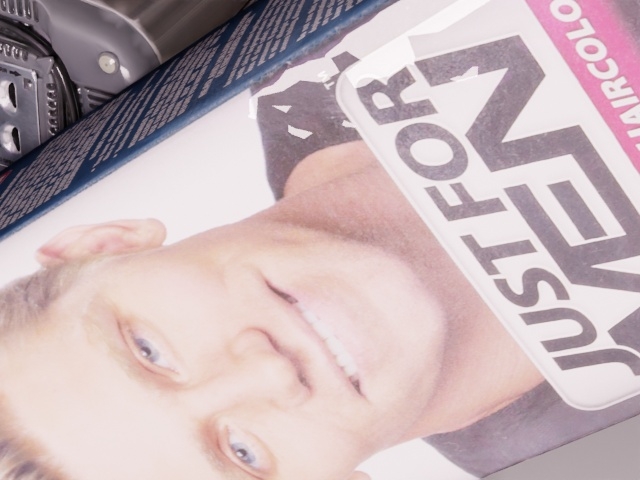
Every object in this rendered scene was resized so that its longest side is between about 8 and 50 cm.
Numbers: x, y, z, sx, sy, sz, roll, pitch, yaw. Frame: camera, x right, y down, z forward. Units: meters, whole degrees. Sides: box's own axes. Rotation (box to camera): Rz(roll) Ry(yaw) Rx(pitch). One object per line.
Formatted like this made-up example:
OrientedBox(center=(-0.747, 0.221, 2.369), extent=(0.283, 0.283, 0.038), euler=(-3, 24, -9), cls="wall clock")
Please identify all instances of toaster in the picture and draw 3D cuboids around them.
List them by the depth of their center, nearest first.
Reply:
OrientedBox(center=(-0.134, -0.091, 0.612), extent=(0.227, 0.146, 0.129), euler=(16, 125, 18), cls="toaster")

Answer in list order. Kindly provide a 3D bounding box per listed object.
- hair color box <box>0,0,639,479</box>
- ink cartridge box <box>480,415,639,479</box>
OrientedBox(center=(0.016, -0.001, 0.466), extent=(0.347, 0.105, 0.174), euler=(-28, 113, 27), cls="hair color box")
OrientedBox(center=(0.270, 0.182, 0.475), extent=(0.384, 0.160, 0.279), euler=(-6, 123, 42), cls="ink cartridge box")
